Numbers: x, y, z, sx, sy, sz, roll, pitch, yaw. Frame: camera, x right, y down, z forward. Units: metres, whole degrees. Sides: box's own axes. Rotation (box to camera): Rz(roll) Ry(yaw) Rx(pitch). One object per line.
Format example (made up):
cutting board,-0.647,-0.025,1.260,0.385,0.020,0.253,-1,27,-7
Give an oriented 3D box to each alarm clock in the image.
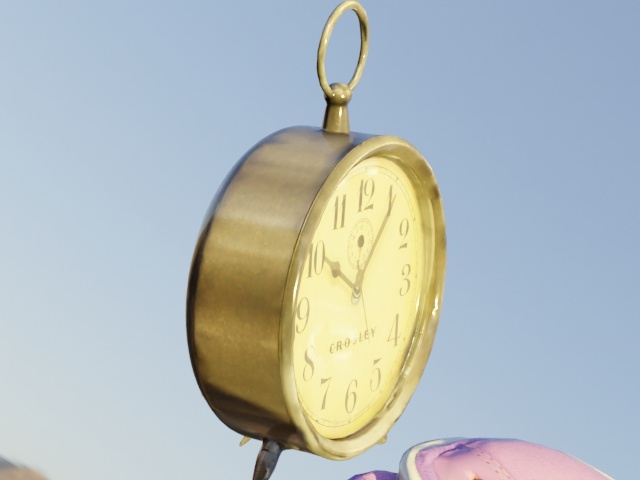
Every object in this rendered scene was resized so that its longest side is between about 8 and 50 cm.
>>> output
alarm clock,0.000,0.000,0.624,0.064,0.192,0.129,14,13,29

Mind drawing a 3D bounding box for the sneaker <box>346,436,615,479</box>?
sneaker,0.045,0.127,0.335,0.161,0.102,0.282,32,16,11
